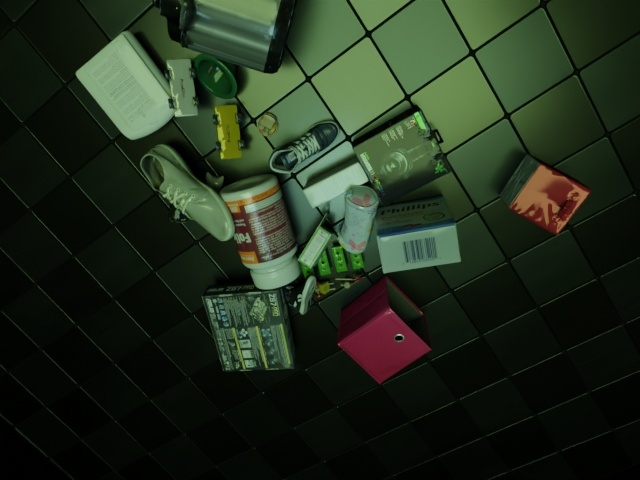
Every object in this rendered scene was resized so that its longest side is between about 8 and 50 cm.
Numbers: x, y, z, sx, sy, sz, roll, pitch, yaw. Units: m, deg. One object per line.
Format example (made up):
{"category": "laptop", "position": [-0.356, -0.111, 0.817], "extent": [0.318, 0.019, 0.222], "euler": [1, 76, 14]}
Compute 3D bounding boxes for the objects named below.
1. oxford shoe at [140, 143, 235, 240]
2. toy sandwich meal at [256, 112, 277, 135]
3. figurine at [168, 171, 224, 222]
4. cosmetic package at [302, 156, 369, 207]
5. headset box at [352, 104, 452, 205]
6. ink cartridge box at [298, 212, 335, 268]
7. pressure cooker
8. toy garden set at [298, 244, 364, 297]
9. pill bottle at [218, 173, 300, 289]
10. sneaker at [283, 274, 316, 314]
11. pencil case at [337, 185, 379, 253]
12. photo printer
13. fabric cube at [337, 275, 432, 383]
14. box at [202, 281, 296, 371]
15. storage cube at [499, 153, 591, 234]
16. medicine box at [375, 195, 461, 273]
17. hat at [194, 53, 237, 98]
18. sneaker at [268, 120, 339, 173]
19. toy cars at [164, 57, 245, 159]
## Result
{"category": "oxford shoe", "position": [-0.480, -0.159, 1.675], "extent": [0.449, 0.130, 0.169], "euler": [47, 129, 8]}
{"category": "toy sandwich meal", "position": [-0.193, -0.419, 1.712], "extent": [0.085, 0.029, 0.086], "euler": [2, 113, 5]}
{"category": "figurine", "position": [-0.473, -0.169, 1.816], "extent": [0.214, 0.092, 0.209], "euler": [8, 109, 1]}
{"category": "cosmetic package", "position": [0.058, -0.215, 1.728], "extent": [0.231, 0.117, 0.085], "euler": [-27, 107, 16]}
{"category": "headset box", "position": [0.292, -0.303, 1.661], "extent": [0.283, 0.131, 0.246], "euler": [-26, 108, 14]}
{"category": "ink cartridge box", "position": [0.000, 0.000, 1.796], "extent": [0.062, 0.109, 0.209], "euler": [32, 97, 6]}
{"category": "pressure cooker", "position": [-0.281, -0.719, 1.387], "extent": [0.420, 0.370, 0.376], "euler": [15, 93, -9]}
{"category": "toy garden set", "position": [0.056, 0.117, 1.905], "extent": [0.244, 0.049, 0.204], "euler": [-11, 109, 9]}
{"category": "pill bottle", "position": [-0.216, -0.031, 1.771], "extent": [0.224, 0.224, 0.392], "euler": [-12, 110, 10]}
{"category": "sneaker", "position": [-0.094, 0.201, 1.905], "extent": [0.121, 0.079, 0.217], "euler": [31, 134, 18]}
{"category": "pencil case", "position": [0.136, -0.074, 1.728], "extent": [0.124, 0.113, 0.273], "euler": [25, 143, 13]}
{"category": "photo printer", "position": [-0.665, -0.531, 1.667], "extent": [0.256, 0.107, 0.307], "euler": [-31, 107, 16]}
{"category": "fabric cube", "position": [0.247, 0.350, 1.868], "extent": [0.258, 0.259, 0.254], "euler": [-40, 105, 19]}
{"category": "box", "position": [-0.287, 0.362, 1.960], "extent": [0.318, 0.097, 0.395], "euler": [-5, 115, 10]}
{"category": "storage cube", "position": [0.768, -0.165, 1.634], "extent": [0.193, 0.215, 0.184], "euler": [29, 113, 0]}
{"category": "medicine box", "position": [0.337, -0.027, 1.685], "extent": [0.263, 0.289, 0.149], "euler": [-10, 114, 9]}
{"category": "hat", "position": [-0.319, -0.629, 1.640], "extent": [0.173, 0.184, 0.208], "euler": [30, 154, 0]}
{"category": "sneaker", "position": [-0.061, -0.325, 1.671], "extent": [0.282, 0.153, 0.099], "euler": [-25, 109, 15]}
{"category": "toy cars", "position": [-0.405, -0.457, 1.659], "extent": [0.176, 0.087, 0.393], "euler": [-47, 112, -2]}
